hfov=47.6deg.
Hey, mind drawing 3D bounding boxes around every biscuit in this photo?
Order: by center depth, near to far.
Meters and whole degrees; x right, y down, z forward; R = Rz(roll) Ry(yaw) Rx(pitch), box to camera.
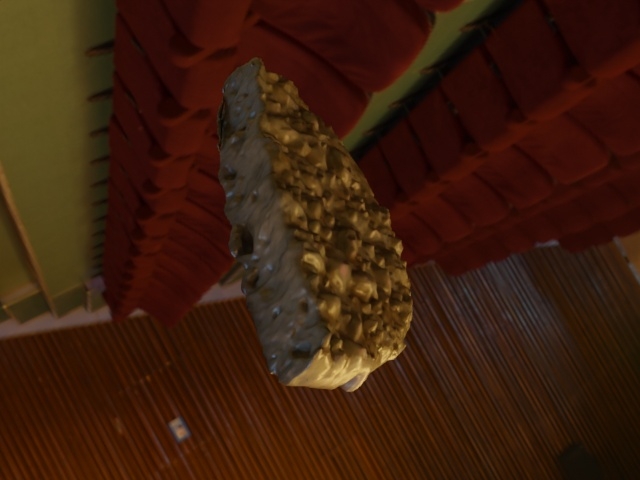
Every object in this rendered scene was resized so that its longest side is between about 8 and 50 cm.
[{"bbox_3d":[0.000,0.000,0.564,0.084,0.281,0.179,-34,137,25],"label":"biscuit"}]
